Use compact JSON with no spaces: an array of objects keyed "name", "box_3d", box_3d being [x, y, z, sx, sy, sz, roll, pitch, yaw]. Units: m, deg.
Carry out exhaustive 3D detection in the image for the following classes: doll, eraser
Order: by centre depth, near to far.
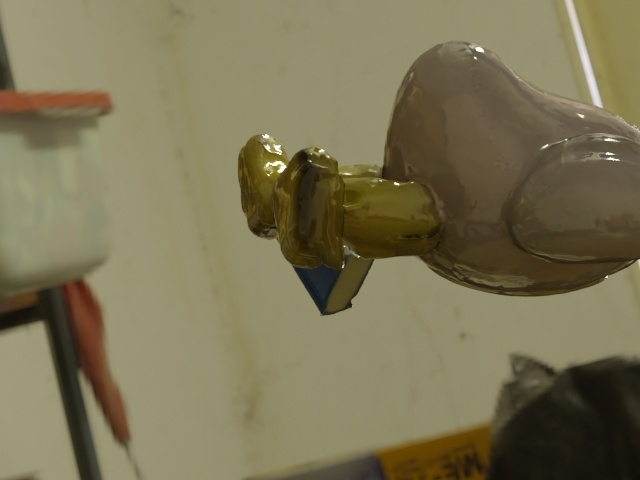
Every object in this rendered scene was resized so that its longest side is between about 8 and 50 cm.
[{"name":"doll","box_3d":[0.157,-0.013,0.552,0.365,0.094,0.160,8,7,-14]},{"name":"eraser","box_3d":[0.000,0.000,0.995,0.027,0.084,0.063,-9,-38,-32]}]
